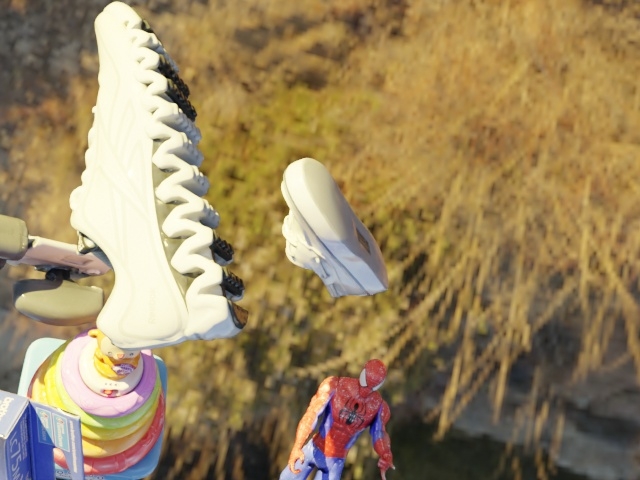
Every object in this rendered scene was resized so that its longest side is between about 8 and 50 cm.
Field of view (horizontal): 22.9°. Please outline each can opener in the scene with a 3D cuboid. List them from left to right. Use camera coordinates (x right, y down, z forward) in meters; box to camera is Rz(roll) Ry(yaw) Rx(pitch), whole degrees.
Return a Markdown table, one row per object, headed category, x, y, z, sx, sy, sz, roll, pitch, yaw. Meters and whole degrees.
| category | x | y | z | sx | sy | sz | roll | pitch | yaw |
| --- | --- | --- | --- | --- | --- | --- | --- | --- | --- |
| can opener | -0.337 | 0.025 | 1.630 | 0.283 | 0.095 | 0.076 | 13 | 153 | -41 |

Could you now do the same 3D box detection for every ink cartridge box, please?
| category | x | y | z | sx | sy | sz | roll | pitch | yaw |
| --- | --- | --- | --- | --- | --- | --- | --- | --- | --- |
| ink cartridge box | -0.374 | 0.202 | 1.482 | 0.311 | 0.065 | 0.186 | 12 | 131 | 8 |

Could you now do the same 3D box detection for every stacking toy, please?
| category | x | y | z | sx | sy | sz | roll | pitch | yaw |
| --- | --- | --- | --- | --- | --- | --- | --- | --- | --- |
| stacking toy | -0.234 | 0.151 | 1.740 | 0.175 | 0.166 | 0.302 | 10 | 154 | -13 |

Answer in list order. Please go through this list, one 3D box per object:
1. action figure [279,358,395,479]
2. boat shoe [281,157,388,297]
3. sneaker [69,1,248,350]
| category | x | y | z | sx | sy | sz | roll | pitch | yaw |
| --- | --- | --- | --- | --- | --- | --- | --- | --- | --- |
| action figure | -0.002 | 0.251 | 1.646 | 0.091 | 0.139 | 0.280 | 25 | 112 | -7 |
| boat shoe | 0.000 | 0.000 | 1.783 | 0.084 | 0.095 | 0.258 | -18 | 143 | 14 |
| sneaker | -0.147 | -0.052 | 1.239 | 0.118 | 0.292 | 0.110 | -17 | 161 | 7 |
